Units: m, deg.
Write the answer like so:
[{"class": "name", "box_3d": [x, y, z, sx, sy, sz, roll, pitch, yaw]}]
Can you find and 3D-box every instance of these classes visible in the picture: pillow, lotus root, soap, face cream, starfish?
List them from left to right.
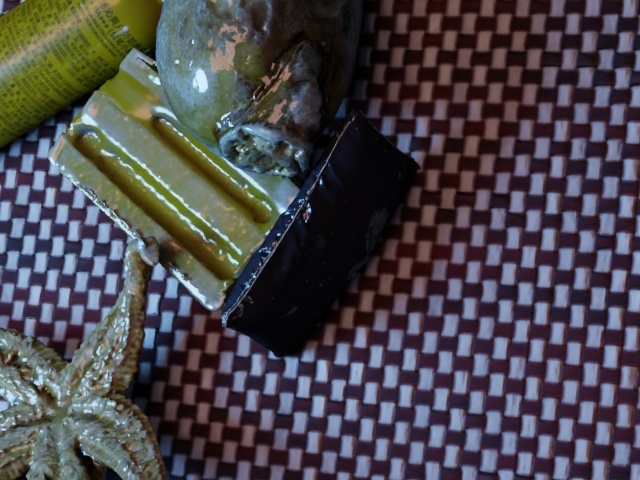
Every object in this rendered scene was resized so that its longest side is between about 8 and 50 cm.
[{"class": "face cream", "box_3d": [-0.252, -0.173, 1.707, 0.348, 0.105, 0.105, -31, 68, 14]}, {"class": "starfish", "box_3d": [-0.227, 0.140, 1.573, 0.375, 0.094, 0.327, 20, 74, 37]}, {"class": "soap", "box_3d": [-0.118, -0.051, 1.641, 0.233, 0.076, 0.135, 41, 94, 24]}, {"class": "lotus root", "box_3d": [-0.047, -0.209, 1.585, 0.175, 0.175, 0.349, -5, 53, 21]}, {"class": "pillow", "box_3d": [0.000, 0.000, 1.548, 0.055, 0.141, 0.208, 34, 89, 27]}]

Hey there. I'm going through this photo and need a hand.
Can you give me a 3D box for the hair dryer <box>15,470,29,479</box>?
[{"class": "hair dryer", "box_3d": [-0.320, 0.261, 1.665, 0.219, 0.071, 0.124, -23, 68, 25]}]
